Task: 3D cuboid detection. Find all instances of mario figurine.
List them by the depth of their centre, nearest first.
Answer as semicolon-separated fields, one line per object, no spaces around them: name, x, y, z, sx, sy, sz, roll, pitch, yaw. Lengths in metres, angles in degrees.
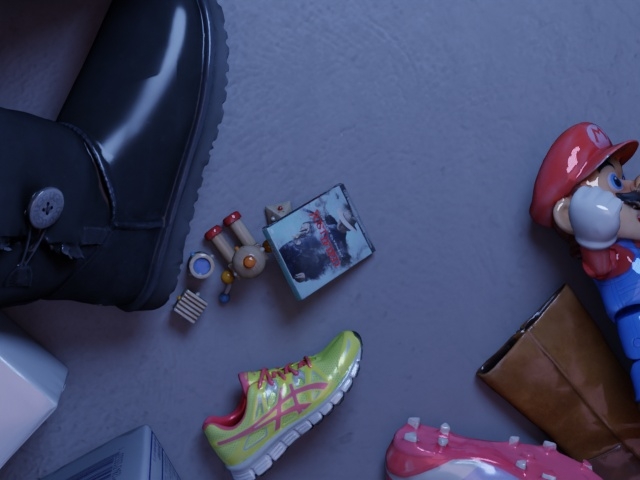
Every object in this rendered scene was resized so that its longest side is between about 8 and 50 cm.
mario figurine;0.346;0.016;1.217;0.170;0.198;0.320;-22;82;-6

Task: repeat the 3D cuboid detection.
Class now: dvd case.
dvd case;0.000;0.000;1.243;0.119;0.013;0.087;-32;100;-37

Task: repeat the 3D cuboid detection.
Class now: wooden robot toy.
wooden robot toy;-0.091;0.018;1.226;0.173;0.079;0.076;-38;99;-4

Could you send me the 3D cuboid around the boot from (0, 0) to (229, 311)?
boot;-0.295;-0.110;1.022;0.445;0.146;0.367;4;94;-49

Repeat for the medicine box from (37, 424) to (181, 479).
medicine box;-0.170;0.368;1.150;0.149;0.263;0.289;-28;98;-5

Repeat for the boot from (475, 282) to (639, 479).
boot;0.360;0.160;1.321;0.264;0.096;0.280;-41;92;4

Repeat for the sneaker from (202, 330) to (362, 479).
sneaker;-0.042;0.165;1.246;0.208;0.081;0.094;-44;97;-2

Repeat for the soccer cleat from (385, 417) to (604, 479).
soccer cleat;0.193;0.268;1.274;0.248;0.083;0.095;13;113;8

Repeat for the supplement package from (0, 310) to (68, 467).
supplement package;-0.419;0.114;1.135;0.293;0.177;0.175;43;87;-9
